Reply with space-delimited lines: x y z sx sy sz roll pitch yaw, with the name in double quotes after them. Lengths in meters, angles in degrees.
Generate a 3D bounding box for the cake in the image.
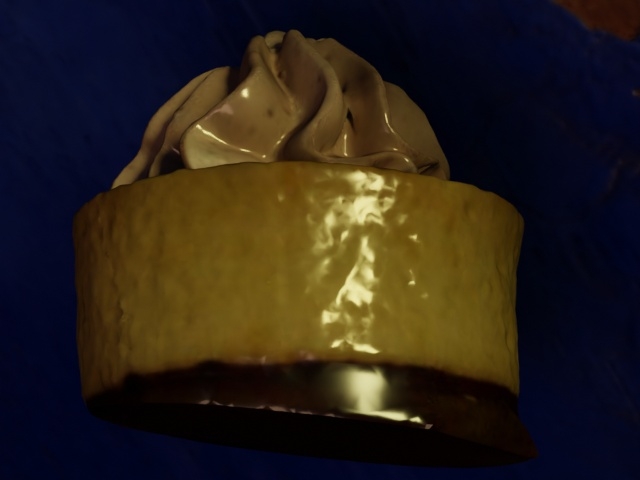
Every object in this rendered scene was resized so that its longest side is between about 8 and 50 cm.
0.000 0.000 0.733 0.207 0.178 0.185 8 167 8 "cake"
